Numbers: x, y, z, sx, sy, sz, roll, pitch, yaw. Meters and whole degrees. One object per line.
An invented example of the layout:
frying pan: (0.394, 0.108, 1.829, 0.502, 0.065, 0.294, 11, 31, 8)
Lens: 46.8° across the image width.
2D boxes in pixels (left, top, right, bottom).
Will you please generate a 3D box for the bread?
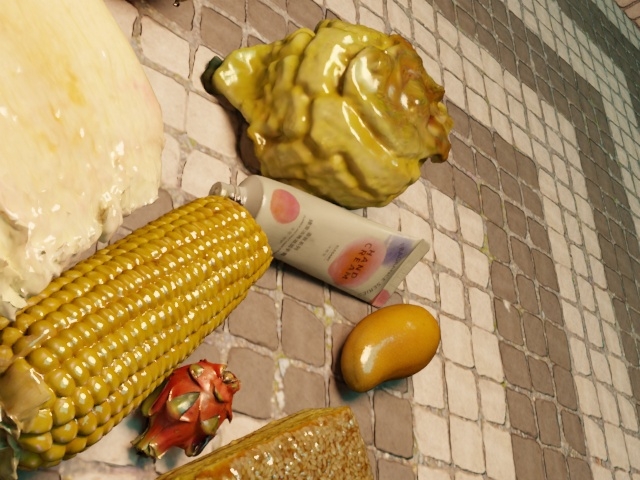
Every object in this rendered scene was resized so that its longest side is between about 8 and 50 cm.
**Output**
bread: (-0.047, 0.285, 0.747, 0.234, 0.111, 0.184, -10, 80, -48)

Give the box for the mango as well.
mango: (0.089, 0.144, 0.998, 0.184, 0.085, 0.102, -20, 88, -41)

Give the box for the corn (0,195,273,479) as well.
corn: (-0.175, 0.064, 0.706, 0.144, 0.144, 0.387, 55, 39, -10)

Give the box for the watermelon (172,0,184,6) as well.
watermelon: (-0.224, -0.388, 0.919, 0.232, 0.127, 0.204, 50, 40, -12)

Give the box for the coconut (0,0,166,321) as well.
coconut: (-0.326, -0.099, 0.446, 0.405, 0.405, 0.404, 26, 51, -37)

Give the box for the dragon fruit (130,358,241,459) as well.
dragon fruit: (-0.134, 0.171, 0.736, 0.086, 0.081, 0.116, 43, 66, -25)

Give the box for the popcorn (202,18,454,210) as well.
popcorn: (0.040, -0.175, 1.003, 0.293, 0.237, 0.292, 22, 58, -39)

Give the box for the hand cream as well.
hand cream: (0.000, 0.000, 0.957, 0.341, 0.124, 0.077, 24, 20, -36)
